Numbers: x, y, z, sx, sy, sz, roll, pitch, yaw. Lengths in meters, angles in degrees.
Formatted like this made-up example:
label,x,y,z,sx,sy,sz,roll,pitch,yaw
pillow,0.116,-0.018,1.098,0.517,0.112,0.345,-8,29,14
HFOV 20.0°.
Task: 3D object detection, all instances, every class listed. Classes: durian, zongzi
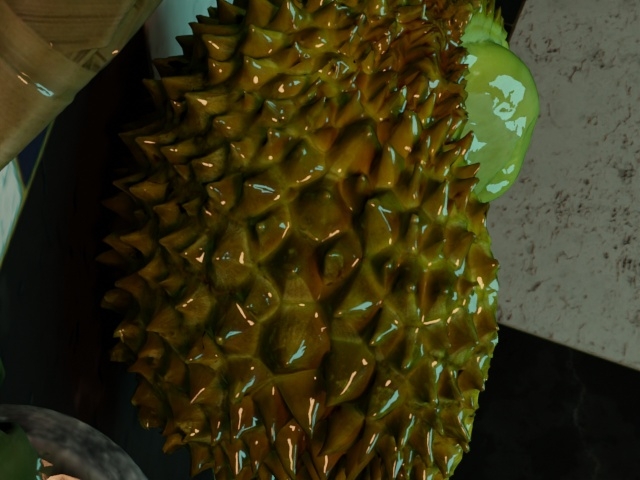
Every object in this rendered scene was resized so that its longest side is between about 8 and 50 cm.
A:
label,x,y,z,sx,sy,sz,roll,pitch,yaw
durian,-0.001,-0.003,0.759,0.200,0.176,0.237,58,33,-62
zongzi,-0.075,-0.119,0.598,0.189,0.081,0.178,-101,-145,-69

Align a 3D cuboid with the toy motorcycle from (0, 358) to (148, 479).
label,x,y,z,sx,sy,sz,roll,pitch,yaw
toy motorcycle,-0.101,0.163,0.410,0.205,0.127,0.275,-67,155,-67
